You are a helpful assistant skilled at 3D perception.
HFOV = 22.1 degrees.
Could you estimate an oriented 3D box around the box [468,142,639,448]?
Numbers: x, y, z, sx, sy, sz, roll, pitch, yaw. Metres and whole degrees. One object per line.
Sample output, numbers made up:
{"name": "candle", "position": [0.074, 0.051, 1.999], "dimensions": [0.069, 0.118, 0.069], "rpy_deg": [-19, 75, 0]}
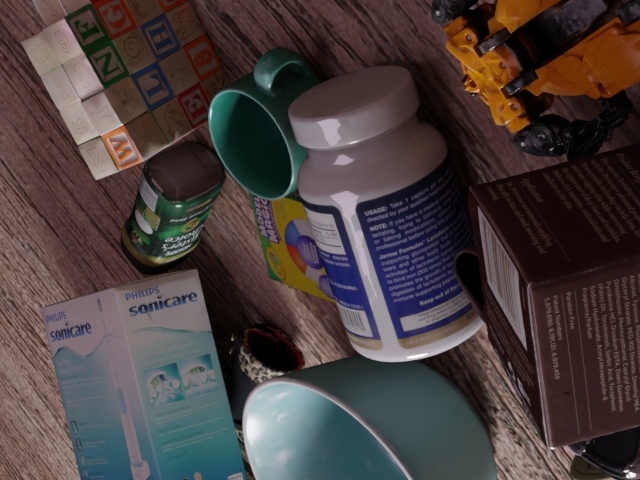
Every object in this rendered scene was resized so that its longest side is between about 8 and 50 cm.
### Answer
{"name": "box", "position": [0.246, 0.037, 1.335], "dimensions": [0.168, 0.203, 0.167], "rpy_deg": [-111, 9, -59]}

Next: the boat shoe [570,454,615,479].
{"name": "boat shoe", "position": [0.343, 0.184, 1.458], "dimensions": [0.103, 0.113, 0.302], "rpy_deg": [38, 147, -13]}

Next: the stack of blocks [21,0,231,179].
{"name": "stack of blocks", "position": [-0.233, -0.238, 1.781], "dimensions": [0.087, 0.171, 0.297], "rpy_deg": [-17, 104, 45]}

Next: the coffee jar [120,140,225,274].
{"name": "coffee jar", "position": [-0.181, -0.035, 1.973], "dimensions": [0.079, 0.096, 0.184], "rpy_deg": [51, 148, 15]}

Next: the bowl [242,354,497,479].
{"name": "bowl", "position": [0.075, 0.247, 1.828], "dimensions": [0.312, 0.163, 0.311], "rpy_deg": [32, 140, 32]}

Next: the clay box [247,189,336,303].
{"name": "clay box", "position": [0.000, 0.000, 1.809], "dimensions": [0.222, 0.053, 0.127], "rpy_deg": [18, 131, 43]}

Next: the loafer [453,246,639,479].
{"name": "loafer", "position": [0.208, 0.107, 1.482], "dimensions": [0.109, 0.095, 0.302], "rpy_deg": [-58, 36, 22]}

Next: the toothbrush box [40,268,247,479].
{"name": "toothbrush box", "position": [-0.224, 0.200, 2.062], "dimensions": [0.216, 0.126, 0.295], "rpy_deg": [-17, 88, 55]}

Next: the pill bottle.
{"name": "pill bottle", "position": [0.065, -0.027, 1.608], "dimensions": [0.153, 0.153, 0.264], "rpy_deg": [10, 126, 48]}

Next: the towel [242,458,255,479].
{"name": "towel", "position": [-0.106, 0.346, 2.274], "dimensions": [0.148, 0.027, 0.110], "rpy_deg": [37, 144, 27]}

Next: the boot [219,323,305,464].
{"name": "boot", "position": [-0.108, 0.161, 2.072], "dimensions": [0.236, 0.085, 0.178], "rpy_deg": [40, 138, 30]}

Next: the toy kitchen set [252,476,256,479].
{"name": "toy kitchen set", "position": [0.014, 0.360, 2.085], "dimensions": [0.207, 0.122, 0.166], "rpy_deg": [36, 147, -6]}

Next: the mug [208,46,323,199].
{"name": "mug", "position": [-0.033, -0.124, 1.701], "dimensions": [0.129, 0.097, 0.158], "rpy_deg": [57, 147, 0]}

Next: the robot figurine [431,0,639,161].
{"name": "robot figurine", "position": [0.213, -0.183, 1.343], "dimensions": [0.211, 0.085, 0.291], "rpy_deg": [58, 147, -2]}
